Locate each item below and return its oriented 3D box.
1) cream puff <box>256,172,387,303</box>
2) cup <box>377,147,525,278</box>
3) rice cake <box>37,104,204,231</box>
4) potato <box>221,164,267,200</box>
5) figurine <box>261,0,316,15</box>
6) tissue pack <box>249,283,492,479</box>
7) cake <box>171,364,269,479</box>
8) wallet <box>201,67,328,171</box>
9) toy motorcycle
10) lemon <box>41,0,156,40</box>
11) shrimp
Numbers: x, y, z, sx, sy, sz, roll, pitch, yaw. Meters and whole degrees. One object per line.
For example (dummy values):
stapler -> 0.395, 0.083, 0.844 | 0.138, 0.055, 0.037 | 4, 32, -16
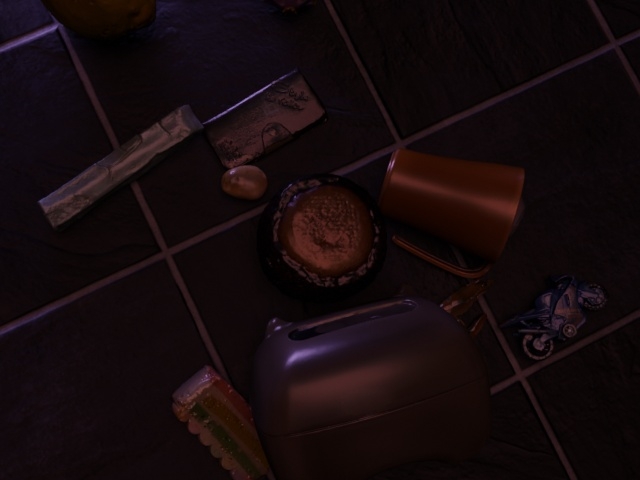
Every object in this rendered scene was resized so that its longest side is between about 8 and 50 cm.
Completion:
cream puff -> 0.000, 0.000, 1.415 | 0.238, 0.165, 0.239 | 2, 78, -8
cup -> 0.240, -0.054, 1.458 | 0.263, 0.182, 0.226 | 17, 111, 6
rice cake -> -0.368, -0.138, 1.463 | 0.336, 0.063, 0.066 | -37, 92, -10
potato -> -0.143, -0.108, 1.475 | 0.083, 0.062, 0.068 | 8, 49, -31
figurine -> -0.059, -0.568, 1.520 | 0.189, 0.142, 0.264 | 15, 79, -25
tissue pack -> 0.076, 0.245, 1.315 | 0.386, 0.267, 0.277 | -15, 102, -9
cake -> -0.163, 0.330, 1.390 | 0.109, 0.090, 0.225 | -42, 88, -15
wallet -> -0.107, -0.231, 1.513 | 0.232, 0.031, 0.122 | -31, 83, -9
toy motorcycle -> 0.441, 0.133, 1.477 | 0.205, 0.076, 0.114 | -39, 77, -7
lemon -> -0.415, -0.477, 1.445 | 0.260, 0.204, 0.204 | 34, 80, -1
shrimp -> 0.279, 0.136, 1.475 | 0.162, 0.045, 0.095 | -35, 85, -11
